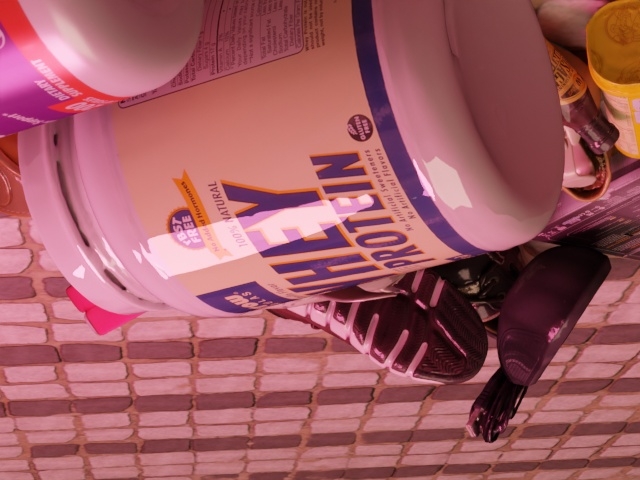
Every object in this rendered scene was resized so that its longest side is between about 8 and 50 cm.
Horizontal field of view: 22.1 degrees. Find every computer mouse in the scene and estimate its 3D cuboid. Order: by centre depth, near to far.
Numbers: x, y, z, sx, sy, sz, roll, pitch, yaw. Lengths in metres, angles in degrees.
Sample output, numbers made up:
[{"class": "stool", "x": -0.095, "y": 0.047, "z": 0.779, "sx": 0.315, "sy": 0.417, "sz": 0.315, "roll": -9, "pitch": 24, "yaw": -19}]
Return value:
[{"class": "computer mouse", "x": 0.209, "y": 0.081, "z": 1.615, "sx": 0.072, "sy": 0.188, "sz": 0.272, "roll": 34, "pitch": 158, "yaw": 9}]

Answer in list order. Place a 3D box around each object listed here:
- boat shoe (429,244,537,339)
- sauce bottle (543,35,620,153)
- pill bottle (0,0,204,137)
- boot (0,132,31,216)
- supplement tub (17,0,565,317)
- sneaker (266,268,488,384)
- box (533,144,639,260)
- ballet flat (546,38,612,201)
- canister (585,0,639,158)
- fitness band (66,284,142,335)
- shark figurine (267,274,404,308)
[{"class": "boat shoe", "x": 0.165, "y": 0.039, "z": 1.685, "sx": 0.103, "sy": 0.092, "sz": 0.285, "roll": -12, "pitch": 158, "yaw": 21}, {"class": "sauce bottle", "x": 0.181, "y": -0.118, "z": 1.260, "sx": 0.128, "sy": 0.042, "sz": 0.042, "roll": 41, "pitch": 140, "yaw": -21}, {"class": "pill bottle", "x": -0.244, "y": -0.142, "z": 1.003, "sx": 0.323, "sy": 0.181, "sz": 0.181, "roll": -14, "pitch": 157, "yaw": 27}, {"class": "boot", "x": -0.195, "y": -0.073, "z": 1.331, "sx": 0.152, "sy": 0.197, "sz": 0.073, "roll": -36, "pitch": 158, "yaw": -32}, {"class": "supplement tub", "x": -0.020, "y": -0.078, "z": 1.135, "sx": 0.325, "sy": 0.235, "sz": 0.235, "roll": -15, "pitch": 157, "yaw": 27}, {"class": "sneaker", "x": 0.035, "y": 0.061, "z": 1.658, "sx": 0.281, "sy": 0.106, "sz": 0.162, "roll": 27, "pitch": 171, "yaw": 4}, {"class": "box", "x": 0.323, "y": -0.051, "z": 1.522, "sx": 0.183, "sy": 0.056, "sz": 0.231, "roll": 9, "pitch": 156, "yaw": -33}, {"class": "ballet flat", "x": 0.202, "y": -0.094, "z": 1.362, "sx": 0.080, "sy": 0.073, "sz": 0.232, "roll": -13, "pitch": 158, "yaw": 21}, {"class": "canister", "x": 0.279, "y": -0.127, "z": 1.289, "sx": 0.126, "sy": 0.073, "sz": 0.170, "roll": -8, "pitch": 161, "yaw": 12}, {"class": "fitness band", "x": -0.101, "y": -0.007, "z": 1.414, "sx": 0.209, "sy": 0.054, "sz": 0.291, "roll": -37, "pitch": -173, "yaw": -41}, {"class": "shark figurine", "x": 0.027, "y": -0.003, "z": 1.427, "sx": 0.166, "sy": 0.116, "sz": 0.278, "roll": -5, "pitch": -177, "yaw": 34}]
